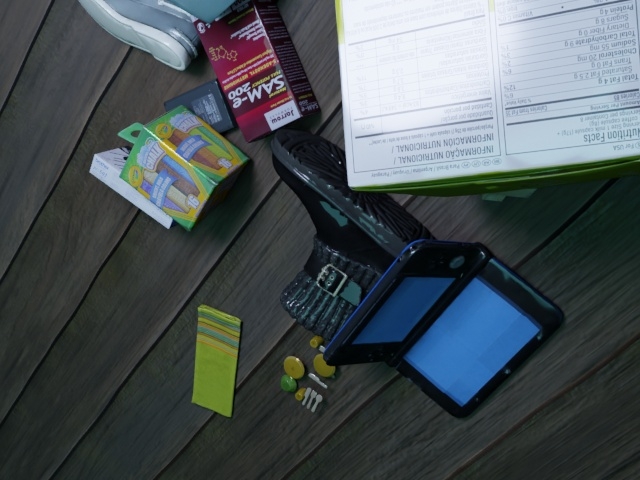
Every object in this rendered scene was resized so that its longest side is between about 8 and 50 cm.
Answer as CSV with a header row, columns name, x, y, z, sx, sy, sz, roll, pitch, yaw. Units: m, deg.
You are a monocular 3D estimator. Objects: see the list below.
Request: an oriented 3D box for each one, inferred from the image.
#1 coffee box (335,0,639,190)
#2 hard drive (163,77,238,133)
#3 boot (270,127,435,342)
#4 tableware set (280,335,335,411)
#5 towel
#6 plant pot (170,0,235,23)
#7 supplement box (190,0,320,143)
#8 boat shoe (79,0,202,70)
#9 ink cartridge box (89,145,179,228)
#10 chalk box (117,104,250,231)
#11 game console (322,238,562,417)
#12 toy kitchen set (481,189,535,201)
name,x,y,z,sx,sy,sz,roll,pitch,yaw
coffee box,0.242,-0.232,0.935,0.338,0.338,0.334,-5,90,29
hard drive,-0.224,-0.235,1.415,0.135,0.022,0.094,-16,99,32
boot,-0.001,0.002,1.308,0.348,0.131,0.260,44,122,9
tableware set,-0.022,0.250,1.470,0.104,0.024,0.154,33,120,19
towel,-0.219,0.253,1.578,0.102,0.021,0.237,18,115,24
plant pot,-0.215,-0.463,1.158,0.165,0.165,0.234,-38,124,12
supplement box,-0.111,-0.303,1.301,0.130,0.073,0.239,-21,97,32
boat shoe,-0.334,-0.420,1.390,0.319,0.116,0.099,33,76,23
ink cartridge box,-0.336,-0.107,1.476,0.207,0.097,0.046,34,120,14
chalk box,-0.263,-0.148,1.377,0.213,0.132,0.132,38,127,0
game console,0.193,0.158,1.238,0.293,0.250,0.173,-55,51,30
toy kitchen set,0.294,-0.110,1.173,0.068,0.075,0.083,6,153,-10
